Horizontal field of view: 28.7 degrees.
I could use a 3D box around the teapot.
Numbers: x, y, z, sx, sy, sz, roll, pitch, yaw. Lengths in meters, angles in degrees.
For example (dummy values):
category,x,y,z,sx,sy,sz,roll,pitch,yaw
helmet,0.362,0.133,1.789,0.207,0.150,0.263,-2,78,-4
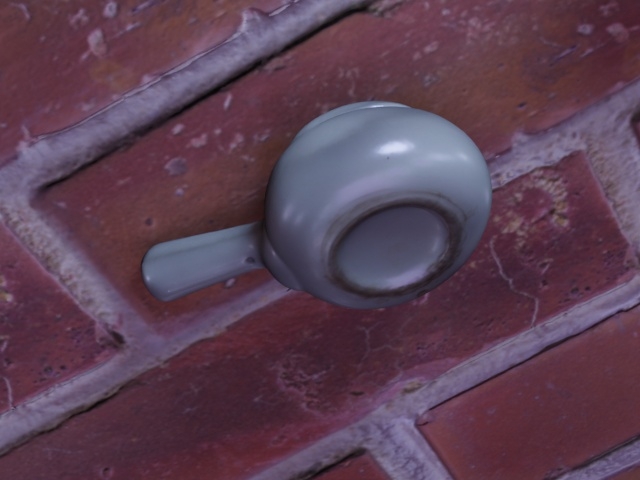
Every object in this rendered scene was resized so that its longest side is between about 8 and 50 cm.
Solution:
category,x,y,z,sx,sy,sz,roll,pitch,yaw
teapot,-0.008,-0.026,1.127,0.318,0.149,0.220,-9,135,-8
